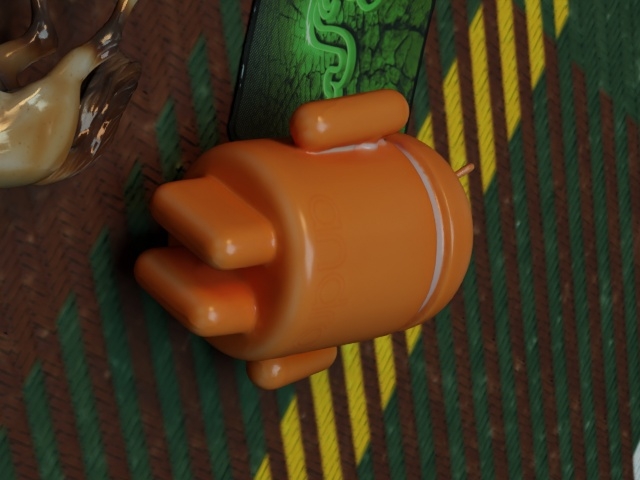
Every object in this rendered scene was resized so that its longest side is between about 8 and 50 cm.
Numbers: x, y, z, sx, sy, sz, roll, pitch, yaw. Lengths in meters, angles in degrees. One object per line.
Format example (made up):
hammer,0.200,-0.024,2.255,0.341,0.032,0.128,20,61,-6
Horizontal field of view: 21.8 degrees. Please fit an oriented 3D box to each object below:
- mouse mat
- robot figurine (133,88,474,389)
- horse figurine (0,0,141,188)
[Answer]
mouse mat,0.016,-0.140,1.031,0.153,0.007,0.189,8,95,-44
robot figurine,-0.001,0.001,0.970,0.219,0.128,0.158,-9,86,-41
horse figurine,-0.183,-0.092,0.801,0.263,0.066,0.174,24,78,-43
